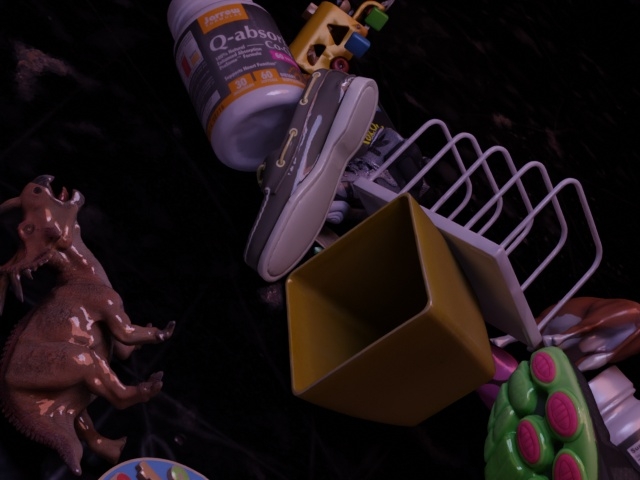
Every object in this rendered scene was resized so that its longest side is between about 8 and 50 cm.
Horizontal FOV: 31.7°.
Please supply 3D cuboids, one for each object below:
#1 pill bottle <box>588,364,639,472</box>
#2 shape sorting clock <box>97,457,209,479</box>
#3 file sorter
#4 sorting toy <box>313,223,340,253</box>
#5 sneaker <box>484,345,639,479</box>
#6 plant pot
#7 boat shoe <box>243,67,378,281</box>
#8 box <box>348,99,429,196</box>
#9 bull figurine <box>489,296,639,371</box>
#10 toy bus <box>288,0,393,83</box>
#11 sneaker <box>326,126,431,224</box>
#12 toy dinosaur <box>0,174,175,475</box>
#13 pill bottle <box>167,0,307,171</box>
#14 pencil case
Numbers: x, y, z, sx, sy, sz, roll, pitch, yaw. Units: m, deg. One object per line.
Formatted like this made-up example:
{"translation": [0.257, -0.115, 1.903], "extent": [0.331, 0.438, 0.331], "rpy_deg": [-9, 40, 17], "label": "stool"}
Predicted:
{"translation": [0.444, 0.324, 1.551], "extent": [0.283, 0.161, 0.161], "rpy_deg": [52, 32, 17], "label": "pill bottle"}
{"translation": [-0.135, 0.295, 1.059], "extent": [0.206, 0.040, 0.206], "rpy_deg": [28, 34, -21], "label": "shape sorting clock"}
{"translation": [0.221, -0.023, 1.548], "extent": [0.278, 0.173, 0.193], "rpy_deg": [31, -21, 45], "label": "file sorter"}
{"translation": [0.000, 0.000, 1.607], "extent": [0.062, 0.012, 0.083], "rpy_deg": [45, 27, -3], "label": "sorting toy"}
{"translation": [0.361, 0.363, 1.407], "extent": [0.202, 0.185, 0.482], "rpy_deg": [3, 59, -46], "label": "sneaker"}
{"translation": [0.099, 0.110, 1.413], "extent": [0.187, 0.212, 0.212], "rpy_deg": [39, 28, -32], "label": "plant pot"}
{"translation": [-0.027, -0.091, 1.494], "extent": [0.091, 0.305, 0.109], "rpy_deg": [23, -12, 22], "label": "boat shoe"}
{"translation": [0.024, -0.164, 1.793], "extent": [0.270, 0.060, 0.216], "rpy_deg": [10, 41, -41], "label": "box"}
{"translation": [0.362, 0.143, 1.646], "extent": [0.188, 0.310, 0.101], "rpy_deg": [-24, 86, -17], "label": "bull figurine"}
{"translation": [0.017, -0.320, 1.738], "extent": [0.104, 0.191, 0.202], "rpy_deg": [36, 31, -9], "label": "toy bus"}
{"translation": [0.051, -0.100, 1.635], "extent": [0.269, 0.153, 0.101], "rpy_deg": [17, 10, -40], "label": "sneaker"}
{"translation": [-0.260, 0.101, 1.098], "extent": [0.200, 0.127, 0.295], "rpy_deg": [22, 47, -17], "label": "toy dinosaur"}
{"translation": [-0.121, -0.248, 1.639], "extent": [0.162, 0.162, 0.278], "rpy_deg": [9, 44, -42], "label": "pill bottle"}
{"translation": [0.203, 0.153, 1.567], "extent": [0.209, 0.095, 0.098], "rpy_deg": [44, 20, 8], "label": "pencil case"}
